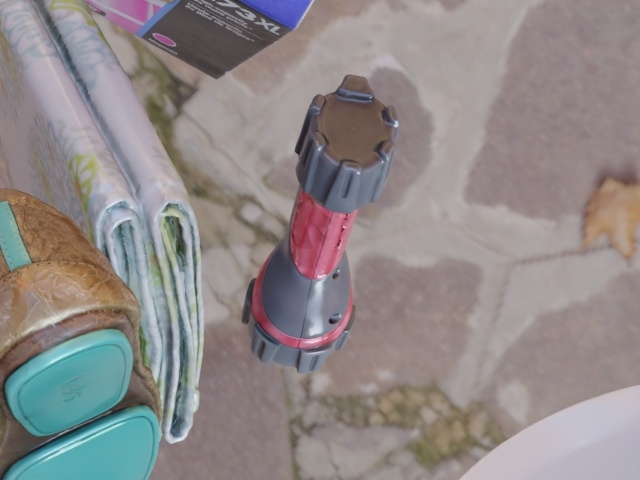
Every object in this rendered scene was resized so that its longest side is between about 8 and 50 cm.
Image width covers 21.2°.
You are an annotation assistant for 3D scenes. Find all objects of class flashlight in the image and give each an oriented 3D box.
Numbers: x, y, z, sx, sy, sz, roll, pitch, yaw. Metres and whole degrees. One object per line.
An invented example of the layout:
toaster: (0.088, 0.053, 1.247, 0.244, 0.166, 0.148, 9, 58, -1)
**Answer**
flashlight: (0.000, 0.000, 1.452, 0.103, 0.103, 0.304, -36, 161, -28)

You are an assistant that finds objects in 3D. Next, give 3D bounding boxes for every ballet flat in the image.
ballet flat: (-0.157, 0.069, 0.954, 0.116, 0.124, 0.342, -23, 159, -13)

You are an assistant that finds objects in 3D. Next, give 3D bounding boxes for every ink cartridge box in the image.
ink cartridge box: (-0.107, -0.222, 1.398, 0.175, 0.371, 0.069, 29, 78, -12)

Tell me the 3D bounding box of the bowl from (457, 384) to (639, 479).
bowl: (0.213, 0.218, 1.040, 0.297, 0.298, 0.134, -25, 114, -9)

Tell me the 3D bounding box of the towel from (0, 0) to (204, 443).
towel: (-0.197, -0.049, 1.451, 0.090, 0.374, 0.321, -18, 142, -18)
